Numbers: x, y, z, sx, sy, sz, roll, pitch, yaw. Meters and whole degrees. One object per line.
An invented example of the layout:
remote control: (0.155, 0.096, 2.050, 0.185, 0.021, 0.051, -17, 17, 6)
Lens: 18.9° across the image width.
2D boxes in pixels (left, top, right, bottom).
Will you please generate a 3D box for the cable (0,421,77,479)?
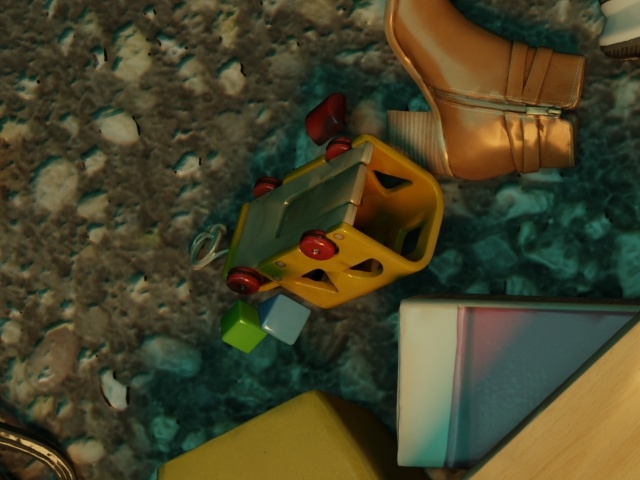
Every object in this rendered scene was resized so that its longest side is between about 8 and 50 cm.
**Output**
cable: (-0.329, 0.136, 1.576, 0.287, 0.072, 0.139, 17, 97, -18)

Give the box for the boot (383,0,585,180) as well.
boot: (0.130, -0.146, 1.498, 0.152, 0.073, 0.197, 1, 102, 15)

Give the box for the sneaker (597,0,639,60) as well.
sneaker: (0.387, -0.309, 1.381, 0.448, 0.169, 0.257, -15, 87, 17)

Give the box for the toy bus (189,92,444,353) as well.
toy bus: (0.006, 0.001, 1.503, 0.104, 0.202, 0.191, 31, 103, -25)

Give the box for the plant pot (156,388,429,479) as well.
plant pot: (-0.009, 0.234, 1.469, 0.212, 0.212, 0.187, -28, 70, 12)

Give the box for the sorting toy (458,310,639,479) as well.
sorting toy: (0.238, 0.192, 1.314, 0.255, 0.089, 0.257, 41, 117, -5)

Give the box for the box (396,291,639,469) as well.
box: (0.183, 0.106, 1.440, 0.232, 0.148, 0.126, 1, 91, 14)
